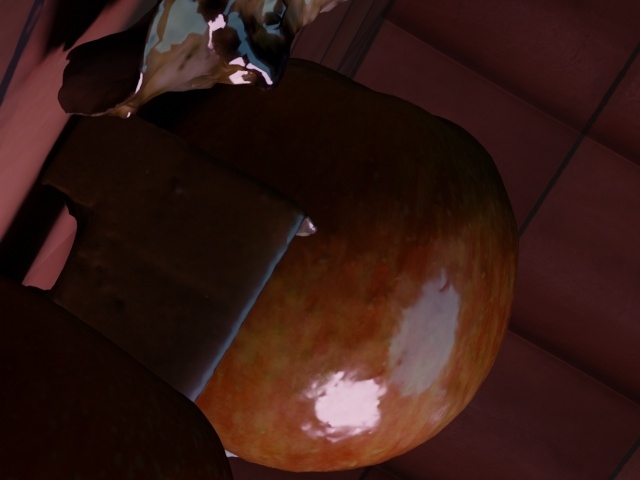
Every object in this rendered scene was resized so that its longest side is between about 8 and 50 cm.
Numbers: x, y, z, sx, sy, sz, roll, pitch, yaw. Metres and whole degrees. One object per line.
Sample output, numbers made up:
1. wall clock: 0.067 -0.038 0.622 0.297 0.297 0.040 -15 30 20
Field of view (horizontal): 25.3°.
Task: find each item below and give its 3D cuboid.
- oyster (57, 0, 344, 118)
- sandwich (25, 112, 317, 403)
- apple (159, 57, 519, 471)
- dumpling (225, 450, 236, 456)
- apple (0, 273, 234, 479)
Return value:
1. oyster: 0.014 -0.193 0.652 0.396 0.111 0.204 -54 172 -51
2. sandwich: -0.116 0.059 0.730 0.236 0.128 0.122 -60 -177 -4
3. apple: 0.000 0.000 0.944 0.309 0.277 0.250 -91 -169 -61
4. dumpling: -0.057 0.020 1.216 0.270 0.211 0.321 16 -91 53
5. apple: -0.110 0.100 0.426 0.168 0.181 0.181 -61 180 -9
